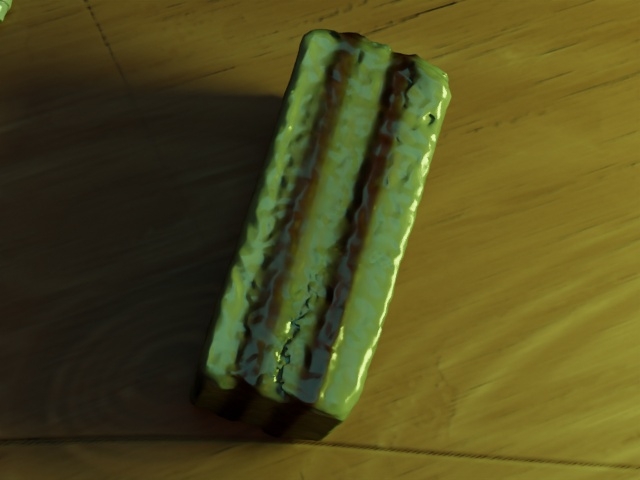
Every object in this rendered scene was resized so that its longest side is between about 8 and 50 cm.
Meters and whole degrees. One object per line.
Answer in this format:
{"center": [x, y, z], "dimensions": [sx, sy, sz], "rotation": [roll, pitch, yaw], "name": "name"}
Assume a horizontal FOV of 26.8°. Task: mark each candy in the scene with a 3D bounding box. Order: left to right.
{"center": [0.000, 0.000, 1.094], "dimensions": [0.135, 0.179, 0.321], "rotation": [17, 70, -2], "name": "candy"}

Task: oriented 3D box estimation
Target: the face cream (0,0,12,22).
{"center": [-0.285, -0.255, 1.214], "dimensions": [0.034, 0.034, 0.130], "rotation": [10, 70, -5], "name": "face cream"}
